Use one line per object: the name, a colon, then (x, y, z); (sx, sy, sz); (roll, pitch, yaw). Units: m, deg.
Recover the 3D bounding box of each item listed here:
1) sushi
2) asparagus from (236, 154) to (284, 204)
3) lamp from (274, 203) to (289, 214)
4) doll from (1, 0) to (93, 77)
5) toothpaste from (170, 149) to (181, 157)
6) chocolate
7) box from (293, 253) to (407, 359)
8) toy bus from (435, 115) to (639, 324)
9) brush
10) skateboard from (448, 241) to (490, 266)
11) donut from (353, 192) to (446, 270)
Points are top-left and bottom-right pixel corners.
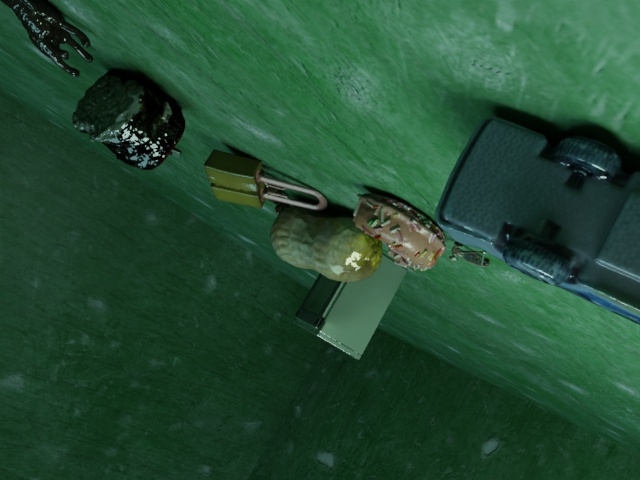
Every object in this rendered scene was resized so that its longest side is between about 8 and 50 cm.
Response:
sushi: (-0.330, -0.210, 0.947); (0.126, 0.136, 0.225); (40, 174, -37)
asparagus: (-0.124, -0.117, 1.114); (0.165, 0.036, 0.030); (37, -171, -41)
lamp: (-0.082, -0.065, 1.288); (0.063, 0.031, 0.083); (35, 175, -24)
doll: (-0.426, -0.331, 0.834); (0.165, 0.057, 0.139); (43, 170, -19)
toothpaste: (-0.448, -0.262, 1.368); (0.216, 0.037, 0.062); (28, 171, -16)
chocolate: (0.000, 0.000, 1.063); (0.134, 0.134, 0.309); (35, 169, -31)
box: (0.057, 0.130, 1.281); (0.117, 0.225, 0.225); (32, 171, -14)
toy bus: (0.256, 0.019, 0.405); (0.329, 0.109, 0.136); (27, -178, 24)
brush: (-0.096, -0.099, 1.030); (0.233, 0.047, 0.103); (13, 149, 13)
skateboard: (0.225, 0.023, 0.772); (0.063, 0.032, 0.083); (21, 175, -8)
donut: (0.126, -0.005, 0.809); (0.166, 0.065, 0.117); (34, 172, -33)
